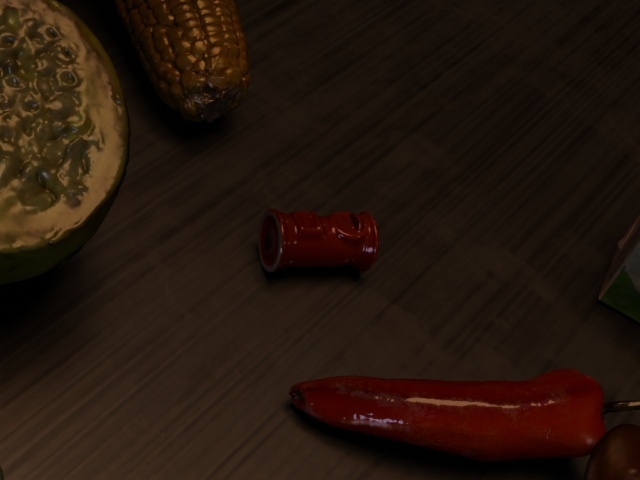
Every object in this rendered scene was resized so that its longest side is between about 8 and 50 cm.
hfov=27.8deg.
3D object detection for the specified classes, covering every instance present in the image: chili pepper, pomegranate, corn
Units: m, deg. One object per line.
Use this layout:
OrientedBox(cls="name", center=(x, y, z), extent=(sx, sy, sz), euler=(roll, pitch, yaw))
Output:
OrientedBox(cls="chili pepper", center=(0.113, 0.118, 0.881), extent=(0.272, 0.071, 0.063), euler=(3, 86, -15))
OrientedBox(cls="pomegranate", center=(-0.248, -0.060, 0.814), extent=(0.240, 0.159, 0.190), euler=(8, 71, -26))
OrientedBox(cls="corn", center=(-0.130, -0.221, 1.073), extent=(0.102, 0.102, 0.313), euler=(-9, 54, -31))

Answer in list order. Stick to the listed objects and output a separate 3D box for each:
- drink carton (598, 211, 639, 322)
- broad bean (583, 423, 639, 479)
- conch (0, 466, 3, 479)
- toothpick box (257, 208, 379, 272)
OrientedBox(cls="drink carton", center=(0.375, 0.035, 1.001), extent=(0.271, 0.161, 0.108), euler=(30, 44, 5))
OrientedBox(cls="broad bean", center=(0.216, 0.196, 0.829), extent=(0.084, 0.114, 0.165), euler=(-19, 43, 14))
OrientedBox(cls="conch", center=(-0.216, 0.145, 0.718), extent=(0.180, 0.088, 0.065), euler=(45, 3, 29))
OrientedBox(cls="toothpick box", center=(0.000, 0.000, 0.954), extent=(0.083, 0.047, 0.047), euler=(0, 49, -24))
